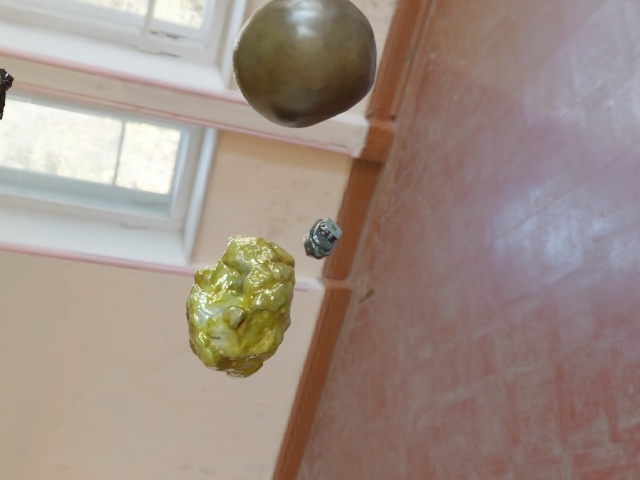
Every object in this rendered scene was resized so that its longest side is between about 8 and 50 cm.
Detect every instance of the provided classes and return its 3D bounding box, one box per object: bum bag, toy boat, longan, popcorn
[{"bbox_3d":[-0.713,-0.318,1.703,0.034,0.058,0.124,-158,83,-71],"label":"bum bag"},{"bbox_3d":[0.000,0.000,1.319,0.060,0.055,0.141,-40,5,16],"label":"toy boat"},{"bbox_3d":[-0.030,-0.375,1.595,0.297,0.297,0.297,-171,90,-72],"label":"longan"},{"bbox_3d":[-0.172,0.162,1.856,0.294,0.292,0.334,23,76,42],"label":"popcorn"}]
